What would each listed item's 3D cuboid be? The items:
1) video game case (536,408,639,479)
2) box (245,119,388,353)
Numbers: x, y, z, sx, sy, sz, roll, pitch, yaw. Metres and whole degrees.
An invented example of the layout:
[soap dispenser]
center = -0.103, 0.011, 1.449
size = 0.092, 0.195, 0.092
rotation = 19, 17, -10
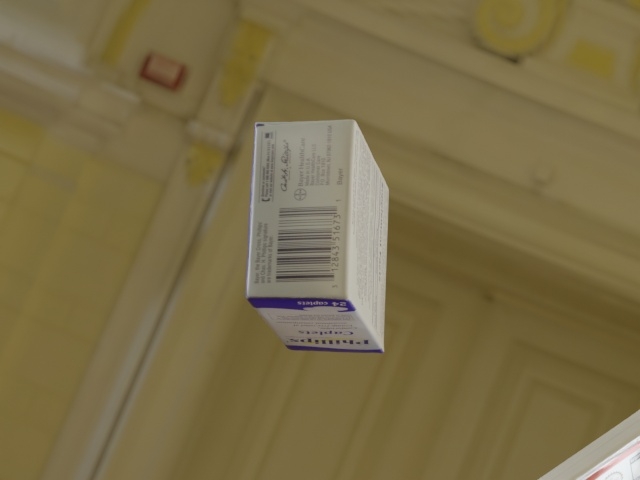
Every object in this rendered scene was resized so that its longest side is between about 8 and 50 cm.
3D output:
[video game case]
center = 0.214, 0.276, 1.429
size = 0.025, 0.204, 0.285
rotation = 22, -46, 50
[box]
center = 0.000, 0.000, 1.324
size = 0.072, 0.126, 0.137
rotation = -1, -19, 12
